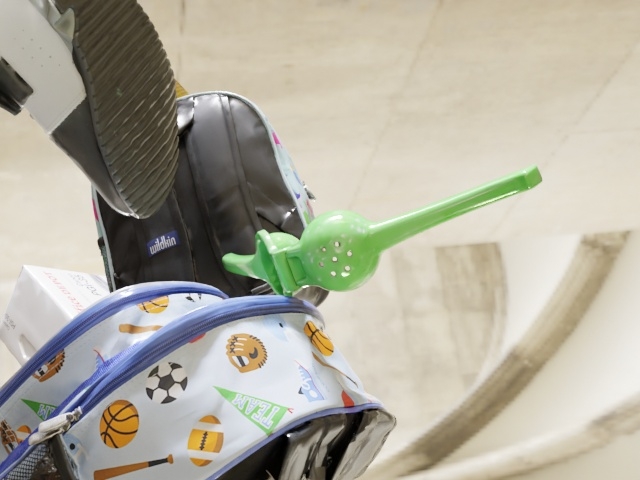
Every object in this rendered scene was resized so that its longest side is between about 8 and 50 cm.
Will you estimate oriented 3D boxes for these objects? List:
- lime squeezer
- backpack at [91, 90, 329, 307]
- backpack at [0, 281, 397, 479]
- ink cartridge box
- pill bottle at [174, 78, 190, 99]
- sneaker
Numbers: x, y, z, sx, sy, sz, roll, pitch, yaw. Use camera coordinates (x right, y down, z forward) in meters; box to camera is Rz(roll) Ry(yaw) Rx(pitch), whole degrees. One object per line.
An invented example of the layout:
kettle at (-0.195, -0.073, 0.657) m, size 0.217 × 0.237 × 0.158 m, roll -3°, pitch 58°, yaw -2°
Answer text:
lime squeezer at (0.000, 0.000, 0.809) m, size 0.310 × 0.110 × 0.059 m, roll -17°, pitch -65°, yaw 42°
backpack at (-0.117, -0.019, 1.180) m, size 0.191 × 0.225 × 0.254 m, roll 54°, pitch 15°, yaw -73°
backpack at (-0.093, 0.147, 0.793) m, size 0.213 × 0.263 × 0.276 m, roll 60°, pitch 22°, yaw 13°
ink cartridge box at (-0.291, 0.144, 1.637) m, size 0.207 × 0.283 × 0.117 m, roll 36°, pitch -72°, yaw 45°
pill bottle at (-0.241, -0.167, 1.534) m, size 0.246 × 0.136 × 0.136 m, roll 47°, pitch -14°, yaw 0°
sneaker at (-0.225, -0.161, 0.895) m, size 0.122 × 0.146 × 0.331 m, roll -58°, pitch 134°, yaw -49°
